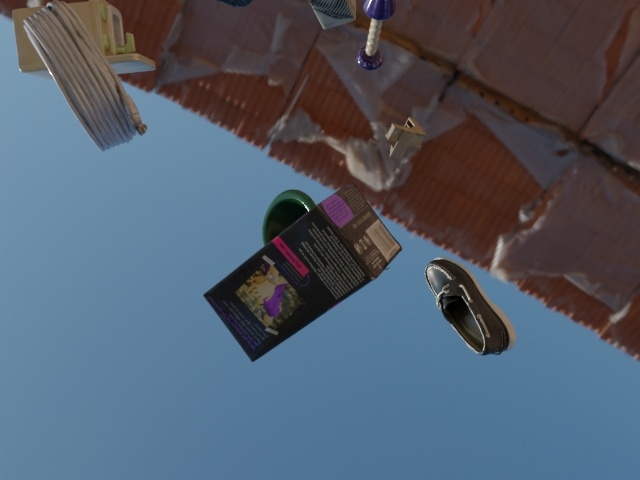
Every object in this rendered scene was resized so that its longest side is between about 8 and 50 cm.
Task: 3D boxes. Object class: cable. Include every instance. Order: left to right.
[{"bbox_3d":[-0.398,-0.272,1.299,0.257,0.089,0.257,60,170,-15],"label":"cable"}]

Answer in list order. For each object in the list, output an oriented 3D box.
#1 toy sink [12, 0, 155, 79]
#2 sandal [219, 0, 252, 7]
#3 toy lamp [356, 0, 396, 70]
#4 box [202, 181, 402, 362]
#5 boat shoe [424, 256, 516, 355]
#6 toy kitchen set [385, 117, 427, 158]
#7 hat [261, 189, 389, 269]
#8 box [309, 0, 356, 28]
[{"bbox_3d":[-0.465,-0.403,1.544,0.234,0.131,0.153,-5,-174,3],"label":"toy sink"},{"bbox_3d":[-0.221,-0.527,1.072,0.446,0.167,0.107,48,-120,-9],"label":"sandal"},{"bbox_3d":[0.134,-0.515,1.863,0.080,0.275,0.080,1,-113,-1],"label":"toy lamp"},{"bbox_3d":[-0.028,0.051,1.249,0.143,0.270,0.165,54,-152,0],"label":"box"},{"bbox_3d":[0.324,0.146,1.785,0.091,0.114,0.302,-10,-143,-30],"label":"boat shoe"},{"bbox_3d":[0.169,-0.226,1.673,0.083,0.068,0.075,10,-146,-27],"label":"toy kitchen set"},{"bbox_3d":[0.000,0.000,1.675,0.183,0.173,0.208,6,-121,-47],"label":"hat"},{"bbox_3d":[0.007,-0.754,2.247,0.275,0.113,0.094,51,-146,-50],"label":"box"}]
